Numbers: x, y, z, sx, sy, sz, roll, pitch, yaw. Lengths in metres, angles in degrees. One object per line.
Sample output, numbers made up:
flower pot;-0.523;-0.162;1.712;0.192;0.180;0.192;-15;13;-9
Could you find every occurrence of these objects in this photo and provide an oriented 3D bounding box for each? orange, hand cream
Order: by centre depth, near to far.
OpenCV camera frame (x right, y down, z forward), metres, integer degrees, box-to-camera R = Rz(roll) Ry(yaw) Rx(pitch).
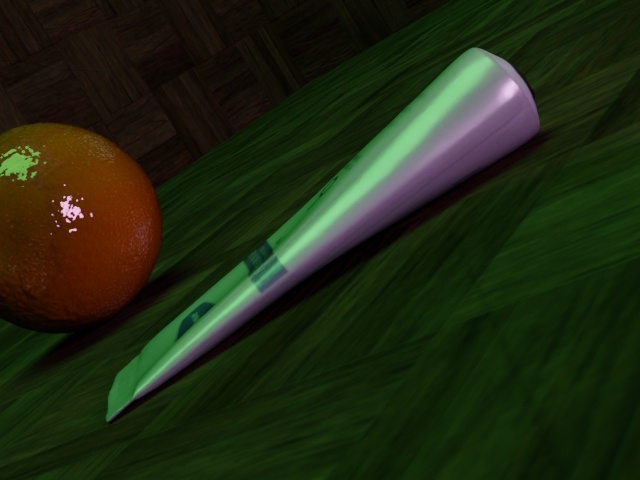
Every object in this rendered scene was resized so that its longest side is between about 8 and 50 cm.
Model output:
hand cream;0.000;0.000;0.710;0.321;0.067;0.109;-39;10;-1
orange;-0.238;-0.011;1.051;0.206;0.206;0.206;-31;9;6
